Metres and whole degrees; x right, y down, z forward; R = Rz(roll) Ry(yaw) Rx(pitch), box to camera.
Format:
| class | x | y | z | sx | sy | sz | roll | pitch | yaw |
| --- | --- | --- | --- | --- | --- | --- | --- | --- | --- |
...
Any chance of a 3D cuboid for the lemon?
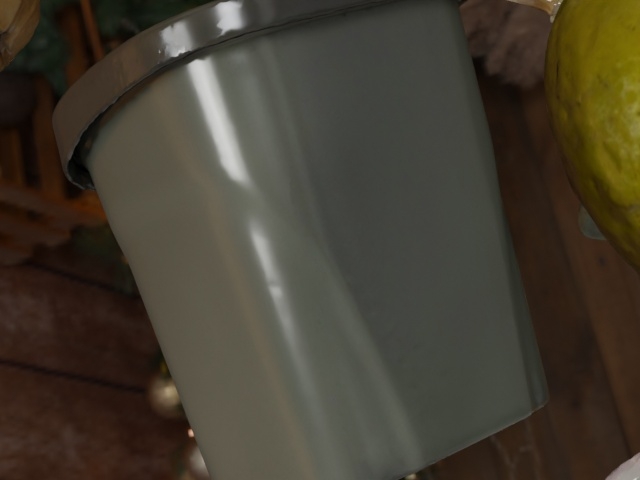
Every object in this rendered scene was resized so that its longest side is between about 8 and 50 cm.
| class | x | y | z | sx | sy | sz | roll | pitch | yaw |
| --- | --- | --- | --- | --- | --- | --- | --- | --- | --- |
| lemon | 0.291 | -0.078 | 0.902 | 0.285 | 0.316 | 0.285 | 0 | 154 | 0 |

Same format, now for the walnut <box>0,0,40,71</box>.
| class | x | y | z | sx | sy | sz | roll | pitch | yaw |
| --- | --- | --- | --- | --- | --- | --- | --- | --- | --- |
| walnut | -0.364 | -0.236 | 1.221 | 0.195 | 0.221 | 0.195 | -46 | 171 | -9 |

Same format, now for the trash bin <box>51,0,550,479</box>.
| class | x | y | z | sx | sy | sz | roll | pitch | yaw |
| --- | --- | --- | --- | --- | --- | --- | --- | --- | --- |
| trash bin | 0.000 | 0.000 | 0.759 | 0.220 | 0.250 | 0.219 | -19 | -179 | -35 |

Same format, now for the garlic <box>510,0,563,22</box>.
| class | x | y | z | sx | sy | sz | roll | pitch | yaw |
| --- | --- | --- | --- | --- | --- | --- | --- | --- | --- |
| garlic | 0.150 | -0.286 | 1.324 | 0.198 | 0.128 | 0.090 | 16 | 134 | -23 |

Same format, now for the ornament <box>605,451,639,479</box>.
| class | x | y | z | sx | sy | sz | roll | pitch | yaw |
| --- | --- | --- | --- | --- | --- | --- | --- | --- | --- |
| ornament | 0.417 | 0.342 | 1.460 | 0.225 | 0.259 | 0.259 | 38 | 136 | -18 |

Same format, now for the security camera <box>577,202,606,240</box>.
| class | x | y | z | sx | sy | sz | roll | pitch | yaw |
| --- | --- | --- | --- | --- | --- | --- | --- | --- | --- |
| security camera | 0.266 | -0.022 | 1.151 | 0.092 | 0.058 | 0.058 | 13 | 158 | 1 |
